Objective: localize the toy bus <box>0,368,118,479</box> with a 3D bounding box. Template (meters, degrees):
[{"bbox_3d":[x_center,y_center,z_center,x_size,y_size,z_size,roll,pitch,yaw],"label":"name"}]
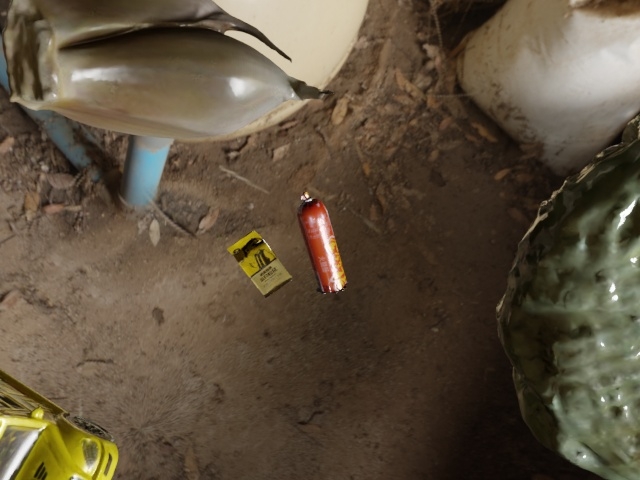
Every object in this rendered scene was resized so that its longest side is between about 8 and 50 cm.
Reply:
[{"bbox_3d":[-0.390,0.209,0.697,0.330,0.152,0.144,22,75,23],"label":"toy bus"}]

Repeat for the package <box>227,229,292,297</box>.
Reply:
[{"bbox_3d":[-0.120,0.045,1.271,0.071,0.047,0.131,-38,100,1],"label":"package"}]

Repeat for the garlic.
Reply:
[{"bbox_3d":[-0.180,-0.242,0.768,0.340,0.246,0.231,-2,90,-14],"label":"garlic"}]

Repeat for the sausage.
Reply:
[{"bbox_3d":[0.000,0.000,0.842,0.050,0.048,0.145,-32,119,-30],"label":"sausage"}]

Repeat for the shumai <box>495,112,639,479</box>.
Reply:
[{"bbox_3d":[0.279,-0.003,0.484,0.310,0.263,0.303,-2,111,7],"label":"shumai"}]
